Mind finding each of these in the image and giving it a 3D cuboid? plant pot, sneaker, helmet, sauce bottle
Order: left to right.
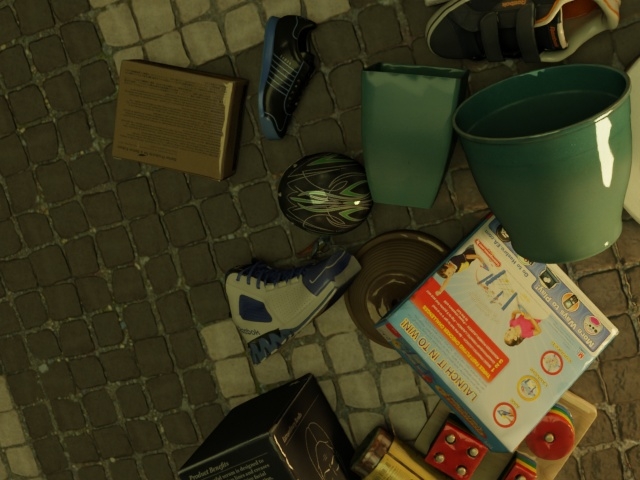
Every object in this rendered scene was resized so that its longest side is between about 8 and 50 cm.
[{"bbox_3d":[-0.087,0.097,1.594,0.182,0.127,0.315,50,127,4],"label":"sneaker"},{"bbox_3d":[-0.058,-0.298,1.547,0.091,0.081,0.232,8,103,21],"label":"sneaker"},{"bbox_3d":[0.012,-0.085,1.531,0.170,0.161,0.169,3,102,14],"label":"helmet"},{"bbox_3d":[0.152,0.103,1.564,0.238,0.110,0.237,3,101,14],"label":"plant pot"},{"bbox_3d":[0.160,-0.185,1.477,0.166,0.165,0.234,8,109,13],"label":"plant pot"},{"bbox_3d":[0.218,0.506,1.629,0.344,0.111,0.111,39,109,2],"label":"sauce bottle"},{"bbox_3d":[0.332,-0.360,1.387,0.321,0.127,0.126,-17,142,17],"label":"sneaker"},{"bbox_3d":[0.376,-0.113,1.346,0.272,0.271,0.255,-12,117,17],"label":"plant pot"}]

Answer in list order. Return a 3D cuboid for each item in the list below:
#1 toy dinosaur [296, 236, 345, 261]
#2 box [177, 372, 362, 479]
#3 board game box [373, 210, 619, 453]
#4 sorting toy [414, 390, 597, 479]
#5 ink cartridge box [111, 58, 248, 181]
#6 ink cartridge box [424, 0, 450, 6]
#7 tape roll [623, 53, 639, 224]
[{"bbox_3d":[0.000,0.000,1.619,0.090,0.047,0.082,18,88,21],"label":"toy dinosaur"},{"bbox_3d":[-0.046,0.509,1.606,0.212,0.293,0.395,-27,94,18],"label":"box"},{"bbox_3d":[0.307,0.153,1.460,0.302,0.086,0.308,-42,88,-18],"label":"board game box"},{"bbox_3d":[0.342,0.366,1.579,0.257,0.089,0.255,30,107,7],"label":"sorting toy"},{"bbox_3d":[-0.271,-0.235,1.614,0.235,0.088,0.193,13,106,11],"label":"ink cartridge box"},{"bbox_3d":[0.242,-0.573,1.418,0.186,0.065,0.311,-10,101,17],"label":"ink cartridge box"},{"bbox_3d":[0.664,-0.171,1.387,0.392,0.072,0.391,3,103,15],"label":"tape roll"}]
